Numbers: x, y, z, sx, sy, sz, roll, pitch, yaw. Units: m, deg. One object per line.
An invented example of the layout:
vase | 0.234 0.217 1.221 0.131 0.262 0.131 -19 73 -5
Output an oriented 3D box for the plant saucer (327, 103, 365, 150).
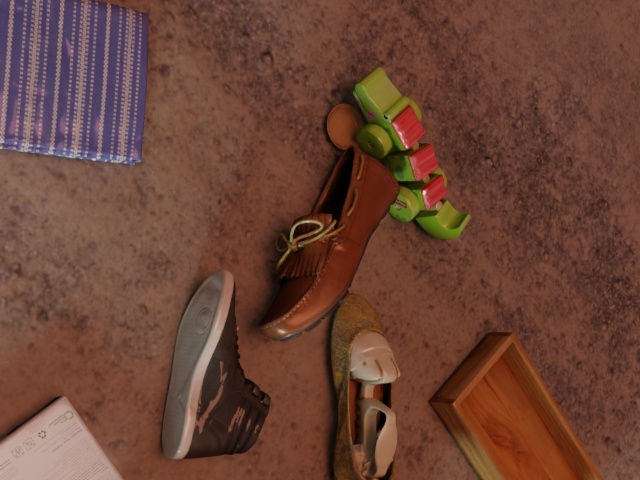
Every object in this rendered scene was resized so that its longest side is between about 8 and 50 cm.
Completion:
plant saucer | 0.042 -0.200 1.698 0.083 0.015 0.083 3 84 -34

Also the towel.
towel | -0.409 -0.243 1.379 0.336 0.040 0.243 5 86 -36

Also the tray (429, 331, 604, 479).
tray | 0.389 0.399 1.848 0.203 0.076 0.411 -43 108 -29

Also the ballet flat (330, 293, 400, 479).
ballet flat | 0.084 0.264 1.627 0.123 0.123 0.348 6 82 -34

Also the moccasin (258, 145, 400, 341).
moccasin | 0.002 0.000 1.579 0.147 0.139 0.380 44 64 -22

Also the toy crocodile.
toy crocodile | 0.160 -0.148 1.709 0.115 0.105 0.340 -39 114 -31

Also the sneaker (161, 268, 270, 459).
sneaker | -0.145 0.198 1.489 0.147 0.104 0.296 15 83 -34

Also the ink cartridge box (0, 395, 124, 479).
ink cartridge box | -0.385 0.369 1.325 0.223 0.045 0.224 -36 97 -31
